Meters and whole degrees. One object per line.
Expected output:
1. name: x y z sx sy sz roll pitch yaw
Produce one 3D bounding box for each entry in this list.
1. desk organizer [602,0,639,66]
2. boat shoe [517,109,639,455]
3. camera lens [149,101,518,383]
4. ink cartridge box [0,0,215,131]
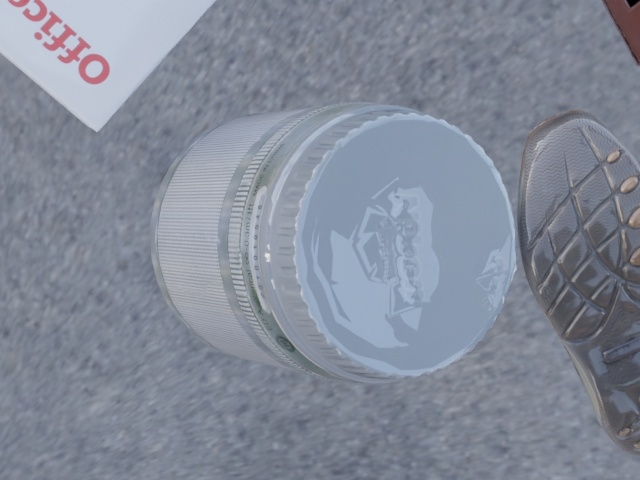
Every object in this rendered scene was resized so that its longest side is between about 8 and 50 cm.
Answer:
1. desk organizer: 0.268 -0.219 1.136 0.047 0.050 0.130 -21 81 -32
2. boat shoe: 0.233 0.033 1.134 0.123 0.116 0.324 -19 116 2
3. camera lens: 0.000 0.000 1.101 0.219 0.274 0.220 -1 92 -29
4. ink cartridge box: -0.079 -0.160 0.503 0.191 0.082 0.139 -49 129 -1
